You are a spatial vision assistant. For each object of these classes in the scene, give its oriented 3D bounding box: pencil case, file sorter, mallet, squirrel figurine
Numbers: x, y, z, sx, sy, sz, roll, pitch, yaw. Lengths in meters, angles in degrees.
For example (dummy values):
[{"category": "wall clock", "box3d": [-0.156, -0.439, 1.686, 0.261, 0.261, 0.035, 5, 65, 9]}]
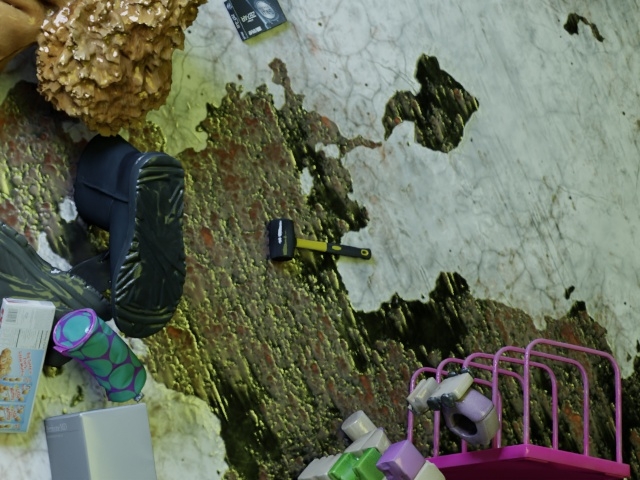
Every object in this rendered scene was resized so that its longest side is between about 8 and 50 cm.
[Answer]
[{"category": "pencil case", "box3d": [-0.282, 0.151, 1.703, 0.070, 0.064, 0.152, -54, 140, -19]}, {"category": "file sorter", "box3d": [0.289, 0.266, 1.997, 0.202, 0.290, 0.182, 15, 69, -31]}, {"category": "mallet", "box3d": [0.000, 0.000, 2.014, 0.189, 0.039, 0.062, 1, 77, -39]}, {"category": "squirrel figurine", "box3d": [-0.353, -0.298, 1.676, 0.397, 0.281, 0.370, 34, 70, -8]}]

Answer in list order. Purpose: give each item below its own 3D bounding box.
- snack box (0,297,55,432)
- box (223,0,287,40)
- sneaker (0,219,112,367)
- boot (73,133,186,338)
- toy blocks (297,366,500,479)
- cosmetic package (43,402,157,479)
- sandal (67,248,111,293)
[{"category": "snack box", "box3d": [-0.384, 0.160, 1.670, 0.064, 0.022, 0.178, 6, 108, -30]}, {"category": "box", "box3d": [-0.099, -0.350, 2.027, 0.083, 0.018, 0.067, -29, 96, -35]}, {"category": "sneaker", "box3d": [-0.405, 0.055, 1.689, 0.286, 0.109, 0.130, 38, 76, -16]}, {"category": "boot", "box3d": [-0.257, -0.012, 1.746, 0.094, 0.207, 0.246, 1, 99, -30]}, {"category": "toy blocks", "box3d": [0.129, 0.394, 1.865, 0.260, 0.288, 0.309, 50, 55, -10]}, {"category": "cosmetic package", "box3d": [-0.274, 0.332, 1.701, 0.107, 0.127, 0.238, -8, 83, -36]}, {"category": "sandal", "box3d": [-0.269, 0.028, 1.819, 0.179, 0.040, 0.067, -34, 100, -34]}]
